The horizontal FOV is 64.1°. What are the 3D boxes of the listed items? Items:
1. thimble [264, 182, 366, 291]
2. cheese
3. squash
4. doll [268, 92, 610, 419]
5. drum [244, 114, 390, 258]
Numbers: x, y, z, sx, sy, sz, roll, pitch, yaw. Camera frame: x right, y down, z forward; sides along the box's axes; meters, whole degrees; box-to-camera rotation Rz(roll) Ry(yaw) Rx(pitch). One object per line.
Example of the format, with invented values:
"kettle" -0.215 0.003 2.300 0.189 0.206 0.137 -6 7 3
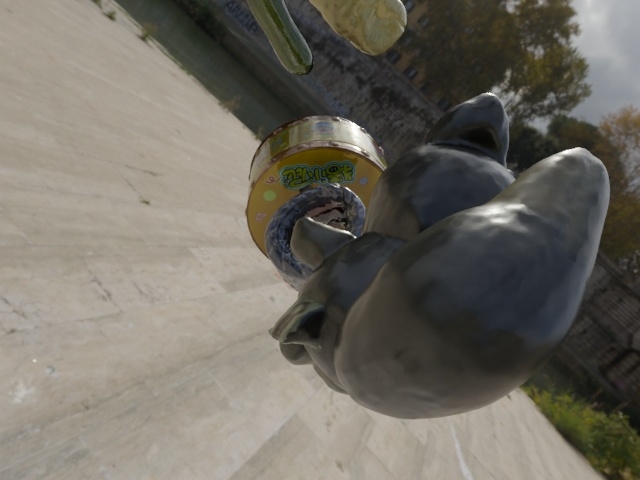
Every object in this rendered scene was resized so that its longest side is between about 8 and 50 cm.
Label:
"thimble" 0.000 0.000 1.124 0.205 0.236 0.172 26 -15 20
"cheese" 0.052 -0.456 0.964 0.226 0.117 0.214 18 29 -48
"squash" -0.063 -0.314 0.730 0.183 0.052 0.052 55 1 -42
"doll" 0.152 0.026 0.516 0.252 0.382 0.378 49 -14 -19
"drum" 0.003 -0.121 1.429 0.431 0.431 0.214 38 26 -25
